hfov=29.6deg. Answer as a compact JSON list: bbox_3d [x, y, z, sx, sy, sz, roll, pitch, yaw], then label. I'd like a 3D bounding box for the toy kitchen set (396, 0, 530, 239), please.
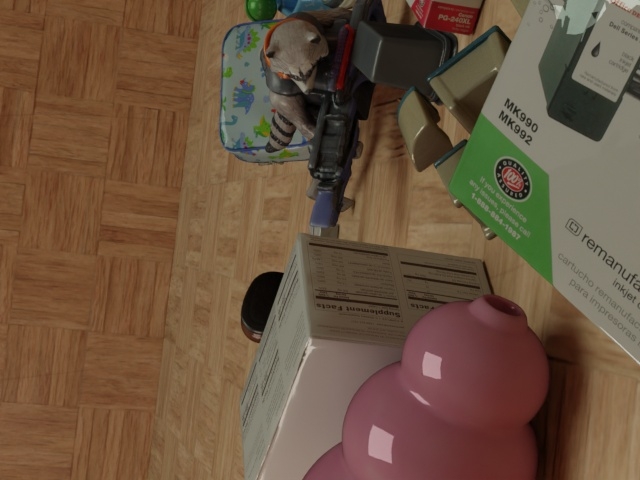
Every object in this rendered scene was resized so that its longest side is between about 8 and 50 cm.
[{"bbox_3d":[0.186,-0.132,1.143,0.207,0.166,0.122,-36,37,17],"label":"toy kitchen set"}]

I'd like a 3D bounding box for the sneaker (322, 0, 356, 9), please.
[{"bbox_3d":[0.034,-0.447,1.692,0.283,0.122,0.110,114,157,-47],"label":"sneaker"}]

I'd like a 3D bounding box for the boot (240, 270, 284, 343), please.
[{"bbox_3d":[-0.062,0.162,1.675,0.264,0.096,0.280,-57,-15,-62],"label":"boot"}]

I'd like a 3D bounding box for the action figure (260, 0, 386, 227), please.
[{"bbox_3d":[-0.018,-0.159,1.583,0.330,0.179,0.341,75,-154,-64],"label":"action figure"}]

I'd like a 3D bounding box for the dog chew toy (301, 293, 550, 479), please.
[{"bbox_3d":[0.100,0.200,1.082,0.206,0.207,0.331,-116,45,-63],"label":"dog chew toy"}]

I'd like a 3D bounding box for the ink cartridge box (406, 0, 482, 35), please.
[{"bbox_3d":[0.149,-0.321,1.343,0.109,0.063,0.150,-107,29,-55],"label":"ink cartridge box"}]

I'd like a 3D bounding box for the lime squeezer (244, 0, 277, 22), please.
[{"bbox_3d":[-0.075,-0.392,1.946,0.110,0.059,0.310,41,130,31],"label":"lime squeezer"}]

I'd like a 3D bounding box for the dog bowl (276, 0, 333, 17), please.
[{"bbox_3d":[-0.021,-0.434,1.971,0.297,0.074,0.165,-124,43,-68],"label":"dog bowl"}]

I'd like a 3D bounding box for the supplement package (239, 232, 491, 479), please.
[{"bbox_3d":[0.046,0.147,1.254,0.145,0.204,0.261,-98,21,-47],"label":"supplement package"}]

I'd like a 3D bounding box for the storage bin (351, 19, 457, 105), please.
[{"bbox_3d":[0.093,-0.215,1.447,0.135,0.091,0.098,-119,38,-65],"label":"storage bin"}]

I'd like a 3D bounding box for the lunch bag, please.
[{"bbox_3d":[-0.063,-0.228,1.863,0.090,0.176,0.218,36,-127,-68],"label":"lunch bag"}]

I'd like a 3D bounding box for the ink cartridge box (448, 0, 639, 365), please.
[{"bbox_3d":[0.226,-0.092,0.721,0.211,0.122,0.289,45,135,29],"label":"ink cartridge box"}]

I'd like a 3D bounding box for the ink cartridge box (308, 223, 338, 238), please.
[{"bbox_3d":[0.000,0.000,1.798,0.083,0.028,0.048,168,108,-74],"label":"ink cartridge box"}]
